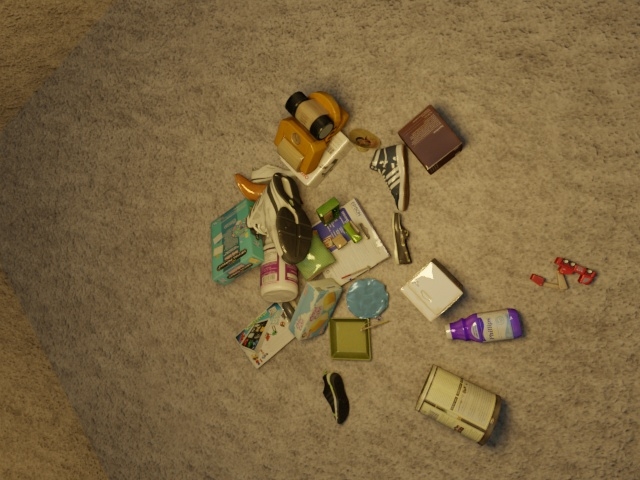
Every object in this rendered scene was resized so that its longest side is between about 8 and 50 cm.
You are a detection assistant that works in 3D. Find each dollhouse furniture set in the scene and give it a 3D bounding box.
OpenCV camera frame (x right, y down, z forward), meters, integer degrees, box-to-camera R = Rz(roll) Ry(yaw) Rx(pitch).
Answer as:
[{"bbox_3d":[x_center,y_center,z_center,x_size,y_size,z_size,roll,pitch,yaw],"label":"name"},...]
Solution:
[{"bbox_3d":[0.000,0.000,1.772,0.301,0.151,0.198,-37,76,-4],"label":"dollhouse furniture set"}]

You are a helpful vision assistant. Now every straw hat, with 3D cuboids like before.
[{"bbox_3d":[0.184,-0.422,1.859,0.144,0.144,0.061,35,141,15],"label":"straw hat"}]

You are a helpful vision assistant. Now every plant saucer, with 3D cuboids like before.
[{"bbox_3d":[0.134,0.436,1.901,0.188,0.045,0.188,-3,90,19],"label":"plant saucer"}]

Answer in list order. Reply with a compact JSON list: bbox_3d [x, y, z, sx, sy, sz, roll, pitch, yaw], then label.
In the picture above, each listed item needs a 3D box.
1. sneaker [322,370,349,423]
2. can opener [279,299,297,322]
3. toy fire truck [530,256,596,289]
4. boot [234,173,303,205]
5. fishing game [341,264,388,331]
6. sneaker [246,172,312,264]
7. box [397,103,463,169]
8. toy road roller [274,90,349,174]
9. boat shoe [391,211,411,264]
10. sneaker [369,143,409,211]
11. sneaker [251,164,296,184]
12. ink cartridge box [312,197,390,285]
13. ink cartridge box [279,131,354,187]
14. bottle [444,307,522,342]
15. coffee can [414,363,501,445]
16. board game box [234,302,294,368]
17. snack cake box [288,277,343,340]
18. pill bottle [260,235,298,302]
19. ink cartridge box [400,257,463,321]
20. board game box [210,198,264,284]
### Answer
[{"bbox_3d":[0.063,0.707,1.927,0.097,0.084,0.235,-12,86,43],"label":"sneaker"},{"bbox_3d":[-0.165,0.243,1.959,0.075,0.095,0.284,-19,77,-23],"label":"can opener"},{"bbox_3d":[0.927,0.138,1.626,0.192,0.047,0.135,26,99,16],"label":"toy fire truck"},{"bbox_3d":[-0.230,-0.236,1.942,0.211,0.104,0.295,-30,114,24],"label":"boot"},{"bbox_3d":[0.202,0.248,1.840,0.189,0.041,0.264,-23,95,-1],"label":"fishing game"},{"bbox_3d":[-0.182,-0.044,1.772,0.257,0.169,0.448,-44,43,36],"label":"sneaker"},{"bbox_3d":[0.445,-0.403,1.718,0.167,0.168,0.203,-38,79,15],"label":"box"},{"bbox_3d":[-0.024,-0.461,1.769,0.202,0.240,0.330,47,139,13],"label":"toy road roller"},{"bbox_3d":[0.345,-0.010,1.808,0.068,0.081,0.228,-5,96,16],"label":"boat shoe"},{"bbox_3d":[0.294,-0.262,1.811,0.153,0.099,0.283,-2,94,24],"label":"sneaker"},{"bbox_3d":[-0.222,-0.315,1.995,0.234,0.090,0.095,-3,74,15],"label":"sneaker"},{"bbox_3d":[0.110,0.019,1.895,0.307,0.072,0.304,-32,80,14],"label":"ink cartridge box"},{"bbox_3d":[-0.017,-0.401,1.903,0.273,0.114,0.198,-46,77,13],"label":"ink cartridge box"},{"bbox_3d":[0.648,0.347,1.700,0.282,0.092,0.118,-12,88,19],"label":"bottle"},{"bbox_3d":[0.542,0.646,1.683,0.275,0.201,0.202,24,98,17],"label":"coffee can"},{"bbox_3d":[-0.248,0.445,2.026,0.305,0.053,0.193,-42,78,14],"label":"board game box"},{"bbox_3d":[-0.023,0.299,1.854,0.089,0.152,0.264,41,122,35],"label":"snack cake box"},{"bbox_3d":[-0.186,0.111,1.900,0.169,0.169,0.302,-14,59,18],"label":"pill bottle"},{"bbox_3d":[0.449,0.191,1.691,0.171,0.232,0.168,46,104,12],"label":"ink cartridge box"},{"bbox_3d":[-0.390,0.002,1.960,0.253,0.079,0.336,-31,51,24],"label":"board game box"}]
